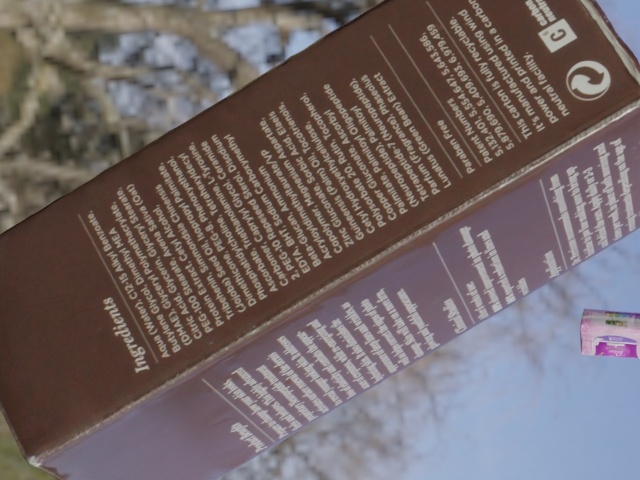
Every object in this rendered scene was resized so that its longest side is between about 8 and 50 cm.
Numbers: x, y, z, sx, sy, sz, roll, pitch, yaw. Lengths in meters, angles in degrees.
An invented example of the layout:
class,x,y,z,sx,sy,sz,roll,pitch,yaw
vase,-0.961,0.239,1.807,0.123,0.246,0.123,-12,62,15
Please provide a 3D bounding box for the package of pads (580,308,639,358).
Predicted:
class,x,y,z,sx,sy,sz,roll,pitch,yaw
package of pads,0.314,0.098,1.892,0.050,0.083,0.032,79,20,-44

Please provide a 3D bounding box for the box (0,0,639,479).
class,x,y,z,sx,sy,sz,roll,pitch,yaw
box,0.000,0.000,1.042,0.143,0.381,0.191,58,0,22
